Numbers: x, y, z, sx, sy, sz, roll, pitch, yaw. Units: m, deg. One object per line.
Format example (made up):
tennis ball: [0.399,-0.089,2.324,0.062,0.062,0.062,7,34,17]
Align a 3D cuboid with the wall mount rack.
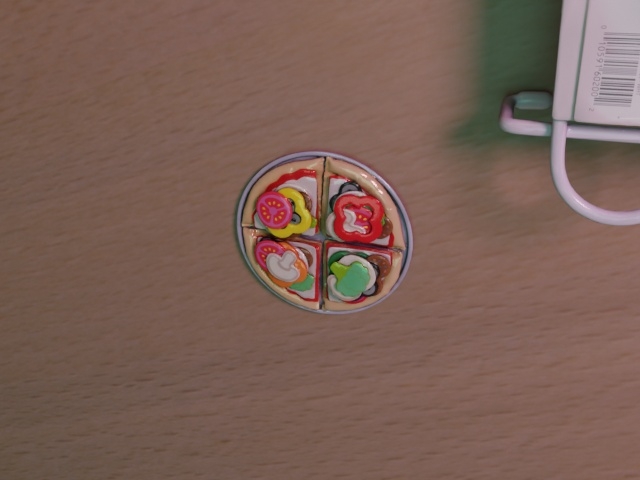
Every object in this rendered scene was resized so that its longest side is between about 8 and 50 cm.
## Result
wall mount rack: [0.301,-0.187,0.553,0.304,0.130,0.350,7,119,17]

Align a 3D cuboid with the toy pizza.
toy pizza: [0.000,0.000,0.787,0.201,0.032,0.201,7,118,13]
